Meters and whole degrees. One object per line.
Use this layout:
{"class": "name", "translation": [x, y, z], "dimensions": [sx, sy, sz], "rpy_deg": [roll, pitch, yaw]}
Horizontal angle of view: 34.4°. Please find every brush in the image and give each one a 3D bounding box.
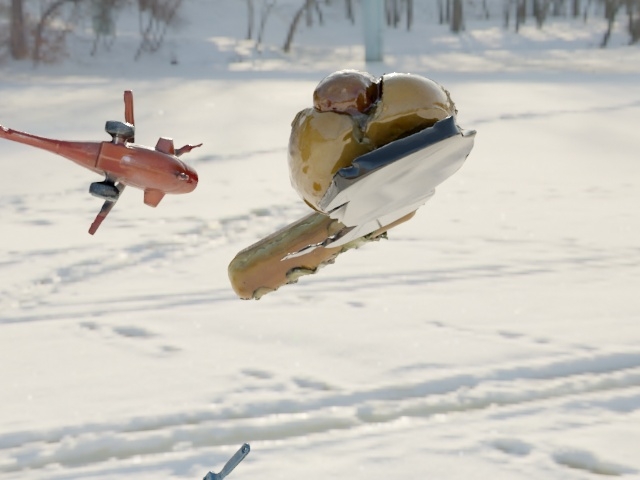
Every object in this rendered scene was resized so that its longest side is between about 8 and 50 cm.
{"class": "brush", "translation": [-0.156, 0.376, 1.671], "dimensions": [0.014, 0.164, 0.051], "rpy_deg": [15, 41, -32]}

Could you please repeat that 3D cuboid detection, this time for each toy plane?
{"class": "toy plane", "translation": [-0.198, -0.082, 0.872], "dimensions": [0.194, 0.126, 0.077], "rpy_deg": [35, -9, -13]}

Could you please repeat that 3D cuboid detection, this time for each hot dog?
{"class": "hot dog", "translation": [0.031, -0.080, 0.946], "dimensions": [0.194, 0.107, 0.326], "rpy_deg": [-26, -8, -16]}
{"class": "hot dog", "translation": [0.000, 0.000, 1.230], "dimensions": [0.270, 0.072, 0.109], "rpy_deg": [-28, -1, 22]}
